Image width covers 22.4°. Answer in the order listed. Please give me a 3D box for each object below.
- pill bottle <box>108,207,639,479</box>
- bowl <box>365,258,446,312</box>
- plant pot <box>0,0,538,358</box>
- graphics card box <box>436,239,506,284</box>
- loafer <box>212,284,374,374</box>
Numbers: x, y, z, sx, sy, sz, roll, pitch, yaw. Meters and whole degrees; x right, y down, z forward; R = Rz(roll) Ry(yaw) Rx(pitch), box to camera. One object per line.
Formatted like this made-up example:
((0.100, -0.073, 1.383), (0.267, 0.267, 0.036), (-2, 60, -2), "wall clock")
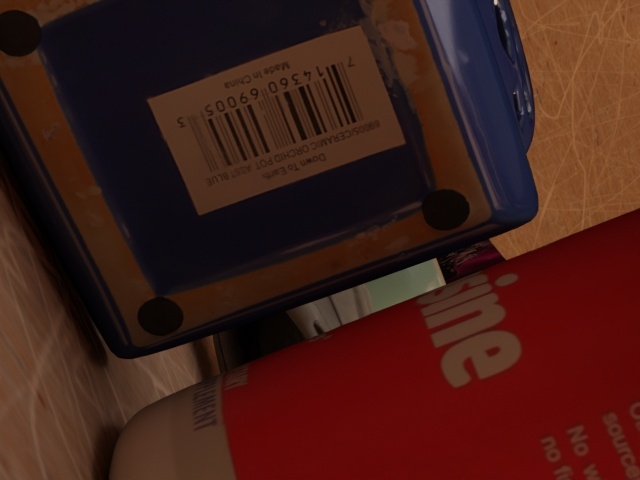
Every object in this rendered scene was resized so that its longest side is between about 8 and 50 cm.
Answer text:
((0.142, 0.103, 0.646), (0.229, 0.407, 0.229), (-22, 90, -88), "pill bottle")
((0.000, 0.000, 1.300), (0.311, 0.163, 0.312), (-21, 90, -87), "bowl")
((-0.032, -0.092, 0.725), (0.212, 0.236, 0.236), (-94, 163, -64), "plant pot")
((0.091, 0.083, 1.692), (0.371, 0.232, 0.094), (-90, 162, -81), "graphics card box")
((-0.008, 0.126, 0.945), (0.111, 0.112, 0.319), (22, 33, -33), "loafer")
